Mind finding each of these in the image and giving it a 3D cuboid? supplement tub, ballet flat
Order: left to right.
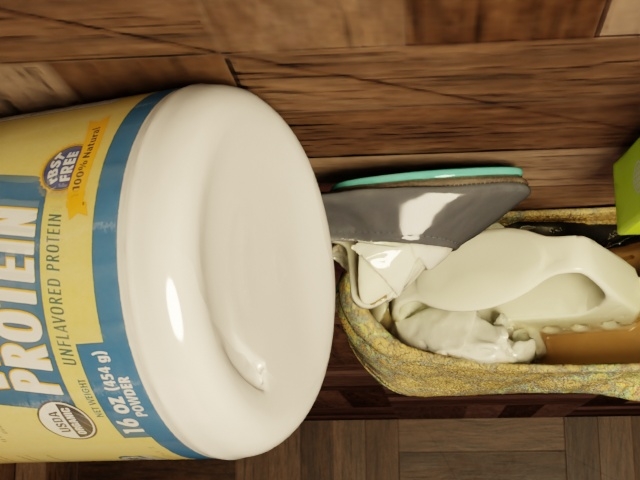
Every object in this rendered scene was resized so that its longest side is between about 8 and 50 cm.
[{"bbox_3d":[-0.109,0.019,0.474,0.200,0.144,0.144,-6,166,23],"label":"supplement tub"},{"bbox_3d":[0.000,0.000,0.562,0.203,0.074,0.074,-1,167,0],"label":"ballet flat"},{"bbox_3d":[0.172,0.025,0.613,0.349,0.123,0.123,-5,167,19],"label":"ballet flat"}]

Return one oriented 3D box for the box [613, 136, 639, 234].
[{"bbox_3d":[0.191,-0.040,0.458,0.109,0.042,0.178,-1,168,0],"label":"box"}]
